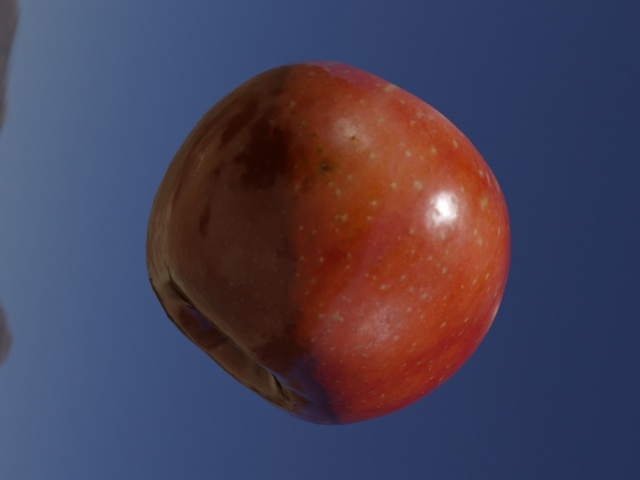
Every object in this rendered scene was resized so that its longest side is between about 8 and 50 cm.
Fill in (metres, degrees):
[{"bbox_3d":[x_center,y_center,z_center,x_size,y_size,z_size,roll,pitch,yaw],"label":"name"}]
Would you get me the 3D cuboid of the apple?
[{"bbox_3d":[0.000,0.000,1.072,0.216,0.260,0.260,-51,-168,-14],"label":"apple"}]
